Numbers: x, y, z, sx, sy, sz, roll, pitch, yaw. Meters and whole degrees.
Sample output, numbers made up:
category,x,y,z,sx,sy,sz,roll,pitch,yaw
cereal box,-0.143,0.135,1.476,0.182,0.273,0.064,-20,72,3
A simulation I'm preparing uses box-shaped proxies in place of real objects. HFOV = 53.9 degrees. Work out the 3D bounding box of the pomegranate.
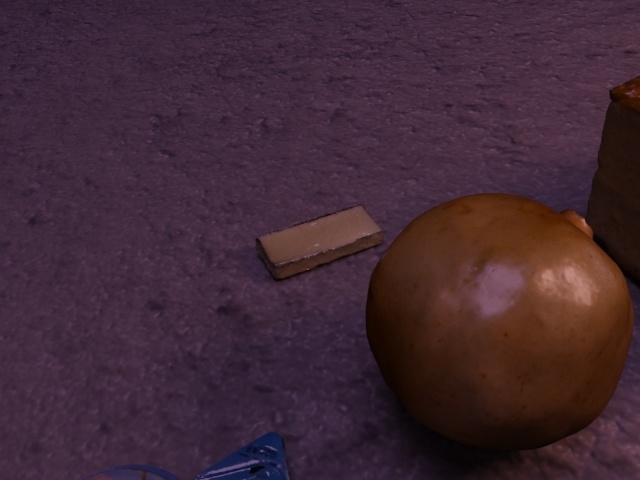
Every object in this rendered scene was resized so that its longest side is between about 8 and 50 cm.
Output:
category,x,y,z,sx,sy,sz,roll,pitch,yaw
pomegranate,0.145,0.068,0.540,0.232,0.233,0.233,-5,39,4

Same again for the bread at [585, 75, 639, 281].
category,x,y,z,sx,sy,sz,roll,pitch,yaw
bread,0.469,-0.052,0.631,0.278,0.207,0.279,-19,42,-14

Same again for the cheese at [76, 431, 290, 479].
category,x,y,z,sx,sy,sz,roll,pitch,yaw
cheese,-0.140,0.233,0.510,0.244,0.052,0.135,-13,39,-6

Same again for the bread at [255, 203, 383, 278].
category,x,y,z,sx,sy,sz,roll,pitch,yaw
bread,0.000,0.000,0.789,0.153,0.028,0.068,-20,41,-15
